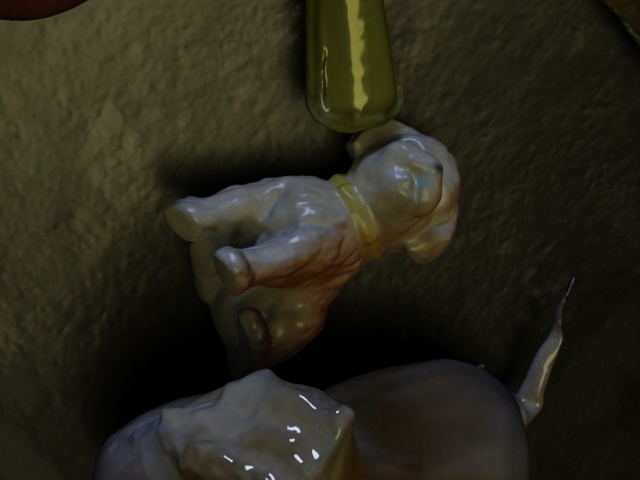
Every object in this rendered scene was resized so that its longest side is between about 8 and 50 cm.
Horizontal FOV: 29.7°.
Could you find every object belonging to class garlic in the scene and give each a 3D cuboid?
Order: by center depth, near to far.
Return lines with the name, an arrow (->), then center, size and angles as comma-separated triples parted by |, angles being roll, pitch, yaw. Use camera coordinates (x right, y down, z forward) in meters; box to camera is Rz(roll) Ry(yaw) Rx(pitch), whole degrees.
garlic -> 0.007, 0.158, 0.809 | 0.340, 0.232, 0.245 | -18, 114, -50

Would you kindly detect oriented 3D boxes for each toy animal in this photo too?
toy animal -> 0.009, 0.011, 0.804 | 0.185, 0.104, 0.183 | -33, 146, -20

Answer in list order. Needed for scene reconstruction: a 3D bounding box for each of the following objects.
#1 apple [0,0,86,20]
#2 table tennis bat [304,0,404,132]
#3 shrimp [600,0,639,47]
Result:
apple -> -0.165, -0.193, 0.642 | 0.154, 0.120, 0.153 | -5, 111, -14
table tennis bat -> 0.005, -0.245, 0.712 | 0.224, 0.054, 0.368 | -12, 109, -12
shrimp -> 0.276, -0.201, 0.803 | 0.198, 0.051, 0.262 | -42, 113, 3
